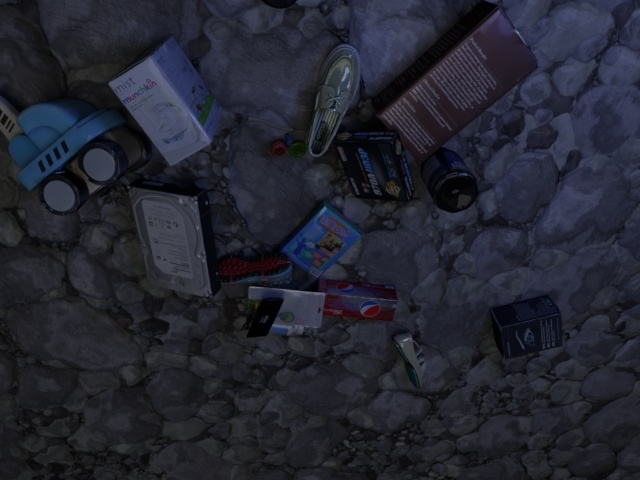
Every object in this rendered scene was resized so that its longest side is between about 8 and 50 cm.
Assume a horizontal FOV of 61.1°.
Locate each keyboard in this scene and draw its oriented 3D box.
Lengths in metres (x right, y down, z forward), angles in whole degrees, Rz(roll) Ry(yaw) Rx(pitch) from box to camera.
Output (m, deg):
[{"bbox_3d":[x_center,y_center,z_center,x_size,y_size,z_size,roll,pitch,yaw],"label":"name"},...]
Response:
[{"bbox_3d":[-0.188,0.233,1.687,0.100,0.038,0.192,1,134,-29],"label":"keyboard"}]

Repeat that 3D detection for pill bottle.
[{"bbox_3d":[0.344,-0.176,1.483,0.122,0.219,0.123,-1,120,-2],"label":"pill bottle"},{"bbox_3d":[-0.135,0.266,1.789,0.160,0.087,0.087,11,119,-10],"label":"pill bottle"}]

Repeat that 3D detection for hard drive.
[{"bbox_3d":[-0.422,-0.002,1.578,0.236,0.064,0.339,11,123,19],"label":"hard drive"}]

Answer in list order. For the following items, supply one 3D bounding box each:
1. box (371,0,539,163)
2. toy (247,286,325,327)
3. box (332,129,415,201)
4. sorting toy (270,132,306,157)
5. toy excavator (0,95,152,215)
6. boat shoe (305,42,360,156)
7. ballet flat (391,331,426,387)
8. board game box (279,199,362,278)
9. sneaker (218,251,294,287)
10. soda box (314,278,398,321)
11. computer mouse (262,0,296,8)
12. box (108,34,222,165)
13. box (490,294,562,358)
[{"bbox_3d":[0.335,-0.403,1.399,0.381,0.143,0.191,-38,115,19],"label":"box"},{"bbox_3d":[-0.111,0.200,1.714,0.237,0.056,0.137,4,120,-6],"label":"toy"},{"bbox_3d":[0.149,-0.202,1.476,0.175,0.051,0.220,7,144,30],"label":"box"},{"bbox_3d":[-0.091,-0.267,1.513,0.101,0.042,0.061,-3,137,-15],"label":"sorting toy"},{"bbox_3d":[-0.736,-0.274,1.395,0.433,0.222,0.445,-32,103,15],"label":"toy excavator"},{"bbox_3d":[0.035,-0.360,1.429,0.109,0.094,0.302,12,119,-10],"label":"boat shoe"},{"bbox_3d":[0.331,0.420,1.918,0.086,0.086,0.248,-22,118,9],"label":"ballet flat"},{"bbox_3d":[0.000,0.000,1.664,0.160,0.047,0.210,38,112,-21],"label":"board game box"},{"bbox_3d":[-0.209,0.112,1.683,0.261,0.104,0.125,-2,144,14],"label":"sneaker"},{"bbox_3d":[0.112,0.193,1.763,0.263,0.083,0.092,7,120,-7],"label":"soda box"},{"bbox_3d":[-0.149,-0.660,1.255,0.188,0.072,0.272,-36,116,15],"label":"computer mouse"},{"bbox_3d":[-0.360,-0.348,1.315,0.126,0.262,0.231,-28,119,13],"label":"box"},{"bbox_3d":[0.700,0.295,1.845,0.207,0.108,0.153,-13,120,5],"label":"box"}]
